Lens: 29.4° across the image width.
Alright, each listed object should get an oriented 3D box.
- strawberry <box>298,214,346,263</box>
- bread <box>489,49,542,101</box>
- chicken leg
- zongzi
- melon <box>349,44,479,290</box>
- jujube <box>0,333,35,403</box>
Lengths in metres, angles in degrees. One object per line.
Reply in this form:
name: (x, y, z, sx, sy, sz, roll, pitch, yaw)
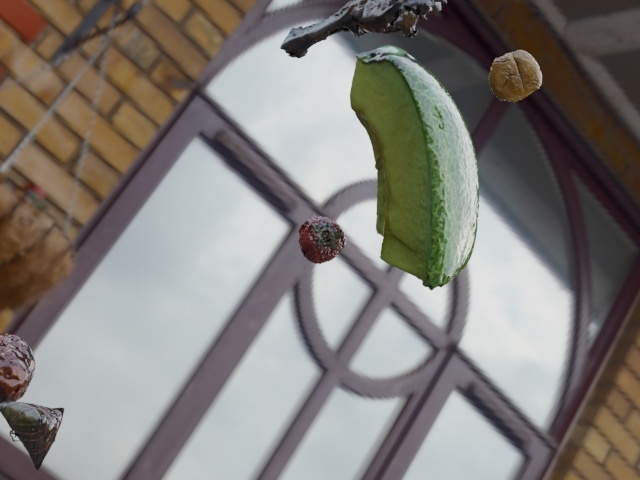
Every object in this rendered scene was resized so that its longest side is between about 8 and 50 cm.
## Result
strawberry: (0.000, 0.000, 2.064, 0.083, 0.083, 0.096, 30, -22, 7)
bread: (0.302, -0.256, 1.899, 0.083, 0.081, 0.046, 5, 3, -5)
chicken leg: (0.053, -0.260, 1.426, 0.253, 0.106, 0.051, -6, -57, 51)
zongzi: (-0.317, 0.220, 1.365, 0.067, 0.073, 0.083, 7, -9, 26)
melon: (0.153, -0.135, 1.985, 0.226, 0.331, 0.343, 8, -67, 15)
jujube: (-0.376, 0.155, 1.458, 0.077, 0.077, 0.129, 42, -6, -18)
